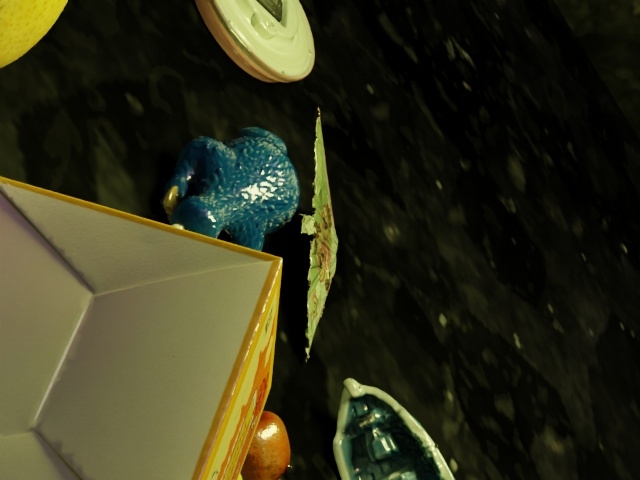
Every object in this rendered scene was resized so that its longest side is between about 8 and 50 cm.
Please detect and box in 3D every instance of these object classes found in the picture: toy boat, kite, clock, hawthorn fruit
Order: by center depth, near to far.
[{"bbox_3d":[-0.069,0.233,1.803,0.093,0.081,0.081,68,26,-12],"label":"hawthorn fruit"},{"bbox_3d":[0.098,0.303,1.958,0.309,0.129,0.142,66,13,10],"label":"toy boat"},{"bbox_3d":[0.000,0.000,2.088,0.268,0.013,0.323,50,42,-75],"label":"kite"},{"bbox_3d":[-0.090,-0.327,2.295,0.244,0.056,0.244,39,36,-36],"label":"clock"}]

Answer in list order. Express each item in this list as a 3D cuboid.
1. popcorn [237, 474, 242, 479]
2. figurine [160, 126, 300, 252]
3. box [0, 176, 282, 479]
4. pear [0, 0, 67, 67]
[{"bbox_3d":[-0.159,0.288,1.457,0.259,0.212,0.259,-24,90,-86],"label":"popcorn"},{"bbox_3d":[-0.097,-0.053,1.964,0.164,0.120,0.262,57,30,-17],"label":"figurine"},{"bbox_3d":[-0.192,0.144,1.274,0.259,0.214,0.284,16,55,5],"label":"box"},{"bbox_3d":[-0.364,-0.294,1.547,0.314,0.314,0.314,40,35,-35],"label":"pear"}]
